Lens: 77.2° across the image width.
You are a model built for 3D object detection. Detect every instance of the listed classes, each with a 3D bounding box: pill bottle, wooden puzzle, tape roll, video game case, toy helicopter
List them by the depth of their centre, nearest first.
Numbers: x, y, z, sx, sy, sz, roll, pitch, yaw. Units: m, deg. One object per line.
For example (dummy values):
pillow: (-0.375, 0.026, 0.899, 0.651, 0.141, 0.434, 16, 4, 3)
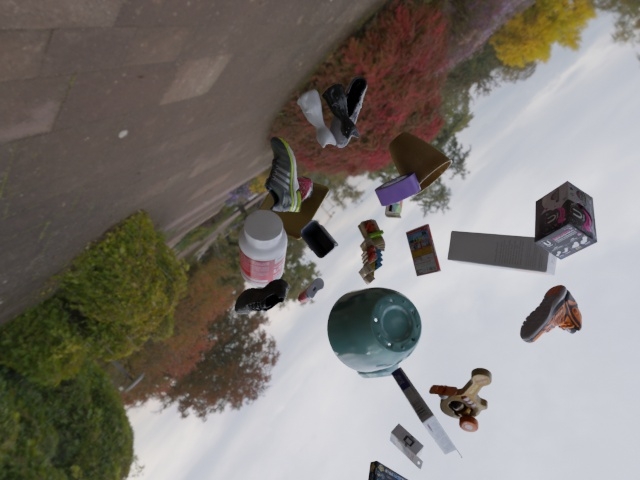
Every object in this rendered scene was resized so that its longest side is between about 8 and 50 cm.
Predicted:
toy helicopter: (0.623, 0.661, 1.746, 0.140, 0.235, 0.355, -57, 165, -51)
tape roll: (0.339, -0.226, 1.764, 0.189, 0.080, 0.189, -25, -171, 4)
pill bottle: (-0.279, 0.040, 1.937, 0.229, 0.229, 0.407, -46, 164, -30)
video game case: (0.610, 0.062, 2.391, 0.025, 0.285, 0.204, -9, 171, -26)
wooden puzzle: (0.461, -0.254, 2.445, 0.044, 0.238, 0.221, 5, -176, 34)

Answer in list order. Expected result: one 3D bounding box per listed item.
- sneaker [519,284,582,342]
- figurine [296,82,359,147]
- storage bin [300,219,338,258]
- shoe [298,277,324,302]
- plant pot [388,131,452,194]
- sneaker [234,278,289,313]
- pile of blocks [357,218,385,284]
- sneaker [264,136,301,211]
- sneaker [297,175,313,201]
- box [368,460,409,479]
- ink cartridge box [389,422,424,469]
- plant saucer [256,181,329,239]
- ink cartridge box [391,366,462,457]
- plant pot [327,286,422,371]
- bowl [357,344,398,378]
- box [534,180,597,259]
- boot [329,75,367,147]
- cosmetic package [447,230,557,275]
sneaker: (1.000, 0.353, 1.703, 0.321, 0.180, 0.124, -42, -179, -15)
figurine: (0.035, -0.456, 1.489, 0.215, 0.209, 0.092, -29, -174, -35)
storage bin: (0.000, 0.000, 1.492, 0.098, 0.135, 0.091, -44, 164, 15)
shoe: (-0.049, 0.252, 2.026, 0.081, 0.063, 0.178, -32, -173, 33)
plant pot: (0.448, -0.386, 1.903, 0.237, 0.254, 0.237, -35, 167, -9)
sneaker: (-0.280, 0.277, 1.850, 0.286, 0.109, 0.130, -27, -154, 15)
pile of blocks: (0.277, 0.042, 2.057, 0.112, 0.149, 0.362, 118, -25, -66)
sneaker: (-0.157, -0.249, 1.534, 0.121, 0.300, 0.111, -12, -179, -24)
sneaker: (-0.087, -0.268, 2.025, 0.112, 0.121, 0.299, -30, -178, -13)
box: (0.317, 1.171, 1.877, 0.051, 0.220, 0.175, -41, -161, 39)
ink cartridge box: (0.406, 0.937, 1.827, 0.060, 0.180, 0.104, -34, 140, -29)
plant saucer: (-0.149, -0.176, 2.166, 0.333, 0.333, 0.081, -60, 150, -15)
ink cartridge box: (0.474, 0.789, 1.822, 0.071, 0.330, 0.324, -33, -157, -2)
plant pot: (0.198, 0.287, 1.345, 0.293, 0.293, 0.235, -45, -178, -26)
bowl: (0.313, 0.676, 2.239, 0.311, 0.163, 0.311, -6, 164, -2)
box: (0.950, -0.082, 1.563, 0.163, 0.142, 0.247, -50, -167, 53)
boot: (0.111, -0.556, 1.763, 0.223, 0.118, 0.338, -74, 180, -64)
cosmetic package: (0.894, 0.059, 1.981, 0.453, 0.161, 0.230, 7, 177, 40)
